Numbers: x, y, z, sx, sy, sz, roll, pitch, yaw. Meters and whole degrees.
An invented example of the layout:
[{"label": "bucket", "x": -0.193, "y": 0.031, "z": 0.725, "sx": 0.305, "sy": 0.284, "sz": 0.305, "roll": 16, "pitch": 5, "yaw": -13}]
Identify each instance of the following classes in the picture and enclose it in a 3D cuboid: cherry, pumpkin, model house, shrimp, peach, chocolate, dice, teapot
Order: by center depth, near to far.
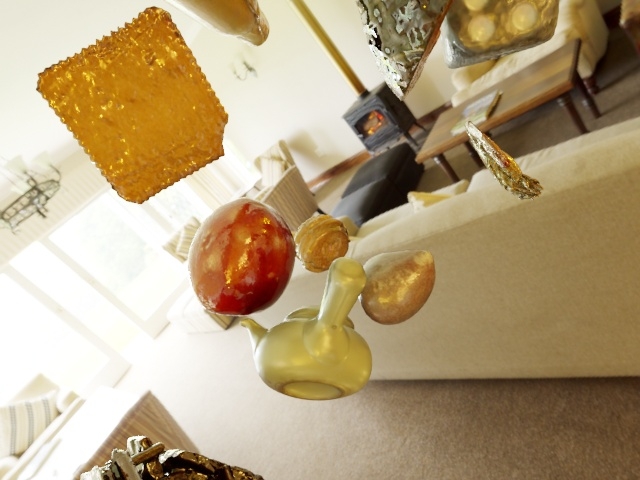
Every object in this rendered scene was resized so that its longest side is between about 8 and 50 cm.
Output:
[{"label": "pumpkin", "x": 0.066, "y": -0.272, "z": 0.411, "sx": 0.111, "sy": 0.162, "sz": 0.279, "roll": -59, "pitch": -4, "yaw": -36}, {"label": "model house", "x": -0.201, "y": 0.444, "z": 0.684, "sx": 0.282, "sy": 0.298, "sz": 0.317, "roll": 1, "pitch": -29, "yaw": -40}, {"label": "cherry", "x": 0.122, "y": 0.056, "z": 0.712, "sx": 0.148, "sy": 0.115, "sz": 0.188, "roll": -62, "pitch": 7, "yaw": 25}, {"label": "teapot", "x": 0.016, "y": 0.172, "z": 0.716, "sx": 0.318, "sy": 0.219, "sz": 0.149, "roll": -34, "pitch": 41, "yaw": 40}, {"label": "dice", "x": 0.297, "y": -0.413, "z": 0.726, "sx": 0.181, "sy": 0.183, "sz": 0.183, "roll": -11, "pitch": 16, "yaw": 18}, {"label": "peach", "x": -0.158, "y": 0.033, "z": 0.831, "sx": 0.243, "sy": 0.199, "sz": 0.244, "roll": -21, "pitch": 59, "yaw": 40}, {"label": "shrimp", "x": 0.357, "y": -0.168, "z": 0.835, "sx": 0.053, "sy": 0.133, "sz": 0.236, "roll": -30, "pitch": 48, "yaw": 12}, {"label": "chocolate", "x": -0.217, "y": -0.516, "z": 0.841, "sx": 0.162, "sy": 0.162, "sz": 0.445, "roll": -36, "pitch": -3, "yaw": 17}]

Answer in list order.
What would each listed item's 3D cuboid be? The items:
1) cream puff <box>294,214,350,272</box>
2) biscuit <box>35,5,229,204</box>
[{"label": "cream puff", "x": 0.000, "y": 0.000, "z": 1.240, "sx": 0.189, "sy": 0.189, "sz": 0.129, "roll": -45, "pitch": 49, "yaw": -11}, {"label": "biscuit", "x": -0.276, "y": -0.199, "z": 0.655, "sx": 0.231, "sy": 0.237, "sz": 0.013, "roll": -29, "pitch": 25, "yaw": 2}]
